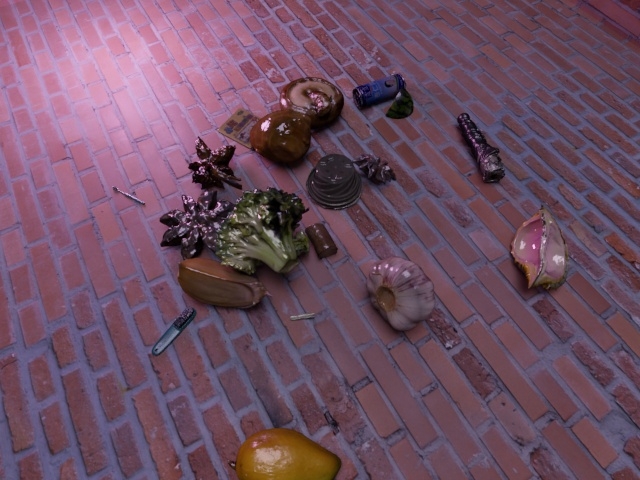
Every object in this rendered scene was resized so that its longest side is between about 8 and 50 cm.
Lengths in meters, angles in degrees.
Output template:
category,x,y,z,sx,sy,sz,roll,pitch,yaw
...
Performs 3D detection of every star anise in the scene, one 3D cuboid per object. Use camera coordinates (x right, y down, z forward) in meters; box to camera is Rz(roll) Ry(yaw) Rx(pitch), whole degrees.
category,x,y,z,sx,sy,sz,roll,pitch,yaw
star anise,-0.446,-0.064,1.501,0.333,0.117,0.331,3,61,-5
star anise,0.228,-0.301,1.642,0.183,0.065,0.195,-8,48,-40
star anise,-0.409,-0.294,1.610,0.238,0.148,0.346,-34,54,-14

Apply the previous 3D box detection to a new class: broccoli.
category,x,y,z,sx,sy,sz,roll,pitch,yaw
broccoli,-0.179,-0.014,1.356,0.348,0.293,0.281,-32,61,-23

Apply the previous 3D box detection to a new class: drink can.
category,x,y,z,sx,sy,sz,roll,pitch,yaw
drink can,0.273,-0.697,1.871,0.236,0.097,0.097,-22,64,-11

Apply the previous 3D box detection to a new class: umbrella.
category,x,y,z,sx,sy,sz,roll,pitch,yaw
umbrella,0.680,-0.408,1.705,0.106,0.113,0.357,-21,61,13

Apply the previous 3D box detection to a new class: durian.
category,x,y,z,sx,sy,sz,roll,pitch,yaw
durian,0.806,0.057,1.435,0.196,0.185,0.304,17,65,-13

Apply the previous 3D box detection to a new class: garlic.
category,x,y,z,sx,sy,sz,roll,pitch,yaw
garlic,0.291,0.164,1.350,0.253,0.245,0.245,-13,56,-44
garlic,-0.306,0.159,1.340,0.339,0.196,0.151,19,79,7

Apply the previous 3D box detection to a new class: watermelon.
category,x,y,z,sx,sy,sz,roll,pitch,yaw
watermelon,0.351,-0.620,1.851,0.136,0.125,0.094,-32,34,3

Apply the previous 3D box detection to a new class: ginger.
category,x,y,z,sx,sy,sz,roll,pitch,yaw
ginger,-0.170,-0.430,1.649,0.270,0.223,0.200,20,75,3

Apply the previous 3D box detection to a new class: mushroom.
category,x,y,z,sx,sy,sz,roll,pitch,yaw
mushroom,-0.035,-0.602,1.777,0.298,0.162,0.278,-22,51,-20

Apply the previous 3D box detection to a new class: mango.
category,x,y,z,sx,sy,sz,roll,pitch,yaw
mango,-0.098,0.625,1.129,0.318,0.119,0.176,11,59,-4

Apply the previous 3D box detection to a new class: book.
category,x,y,z,sx,sy,sz,roll,pitch,yaw
book,-0.337,-0.504,1.804,0.193,0.013,0.167,30,66,15

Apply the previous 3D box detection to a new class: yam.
category,x,y,z,sx,sy,sz,roll,pitch,yaw
yam,0.002,-0.002,1.492,0.084,0.084,0.127,-22,66,-12

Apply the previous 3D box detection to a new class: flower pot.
category,x,y,z,sx,sy,sz,roll,pitch,yaw
flower pot,0.058,-0.252,1.598,0.236,0.140,0.235,0,59,-1

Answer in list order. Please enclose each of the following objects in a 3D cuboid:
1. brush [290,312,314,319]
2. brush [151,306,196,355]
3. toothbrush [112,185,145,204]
category,x,y,z,sx,sy,sz,roll,pitch,yaw
brush,-0.062,0.263,1.382,0.084,0.013,0.016,-8,57,3
brush,-0.492,0.299,1.346,0.043,0.032,0.193,32,64,15
toothbrush,-0.773,-0.183,1.620,0.167,0.014,0.011,26,55,13
